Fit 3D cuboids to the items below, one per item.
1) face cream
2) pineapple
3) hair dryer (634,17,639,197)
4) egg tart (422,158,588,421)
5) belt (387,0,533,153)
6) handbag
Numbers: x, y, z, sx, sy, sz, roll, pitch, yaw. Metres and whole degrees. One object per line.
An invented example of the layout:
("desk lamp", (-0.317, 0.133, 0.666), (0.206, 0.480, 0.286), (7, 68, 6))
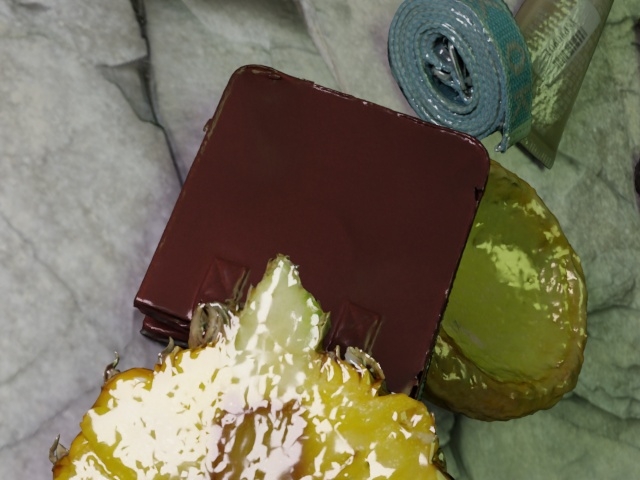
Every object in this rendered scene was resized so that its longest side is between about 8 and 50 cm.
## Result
("face cream", (0.282, -0.255, 1.652), (0.137, 0.084, 0.341), (38, 63, -23))
("pineapple", (-0.036, 0.173, 1.121), (0.344, 0.209, 0.286), (7, 70, 5))
("hair dryer", (0.450, -0.161, 1.760), (0.135, 0.090, 0.278), (10, 64, -38))
("egg tart", (0.137, 0.053, 1.391), (0.294, 0.123, 0.294), (18, 61, -35))
("belt", (0.147, -0.186, 1.464), (0.082, 0.148, 0.163), (-30, 124, -45))
("handbag", (0.000, -0.001, 1.239), (0.260, 0.084, 0.275), (20, 62, 3))
